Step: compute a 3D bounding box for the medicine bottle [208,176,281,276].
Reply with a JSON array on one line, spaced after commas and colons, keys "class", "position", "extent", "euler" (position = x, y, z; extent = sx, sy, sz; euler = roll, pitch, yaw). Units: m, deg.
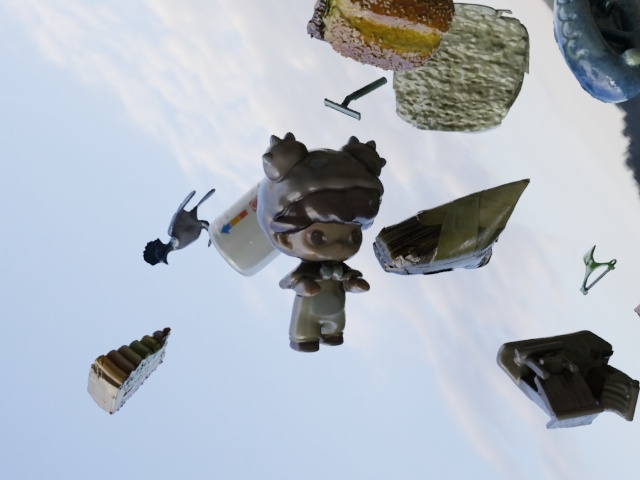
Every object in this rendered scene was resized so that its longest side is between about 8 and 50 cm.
[{"class": "medicine bottle", "position": [-0.115, -0.060, 2.328], "extent": [0.170, 0.293, 0.170], "euler": [47, -168, -13]}]

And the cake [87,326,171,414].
[{"class": "cake", "position": [-0.409, 0.263, 2.076], "extent": [0.090, 0.109, 0.225], "euler": [27, -146, 11]}]

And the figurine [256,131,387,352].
[{"class": "figurine", "position": [0.000, 0.001, 1.714], "extent": [0.248, 0.380, 0.203], "euler": [-1, -176, -26]}]

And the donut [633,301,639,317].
[{"class": "donut", "position": [0.660, 0.136, 1.798], "extent": [0.065, 0.117, 0.166], "euler": [23, -160, -23]}]

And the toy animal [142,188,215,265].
[{"class": "toy animal", "position": [-0.367, -0.037, 2.622], "extent": [0.176, 0.239, 0.255], "euler": [16, -110, -2]}]

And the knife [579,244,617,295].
[{"class": "knife", "position": [0.460, 0.036, 1.637], "extent": [0.022, 0.078, 0.166], "euler": [46, -160, -7]}]

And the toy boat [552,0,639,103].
[{"class": "toy boat", "position": [0.619, -0.448, 2.070], "extent": [0.215, 0.123, 0.330], "euler": [14, -123, -17]}]

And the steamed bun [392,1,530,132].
[{"class": "steamed bun", "position": [0.288, -0.344, 2.084], "extent": [0.290, 0.272, 0.273], "euler": [20, 176, 16]}]

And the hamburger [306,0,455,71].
[{"class": "hamburger", "position": [0.075, -0.254, 1.087], "extent": [0.166, 0.137, 0.087], "euler": [8, -145, -36]}]

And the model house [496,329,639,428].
[{"class": "model house", "position": [0.439, 0.250, 1.672], "extent": [0.229, 0.122, 0.188], "euler": [-4, -158, -15]}]

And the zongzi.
[{"class": "zongzi", "position": [0.297, -0.044, 2.229], "extent": [0.289, 0.317, 0.154], "euler": [-10, -120, -29]}]

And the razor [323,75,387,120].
[{"class": "razor", "position": [0.091, -0.312, 2.037], "extent": [0.084, 0.036, 0.211], "euler": [26, -143, 17]}]
